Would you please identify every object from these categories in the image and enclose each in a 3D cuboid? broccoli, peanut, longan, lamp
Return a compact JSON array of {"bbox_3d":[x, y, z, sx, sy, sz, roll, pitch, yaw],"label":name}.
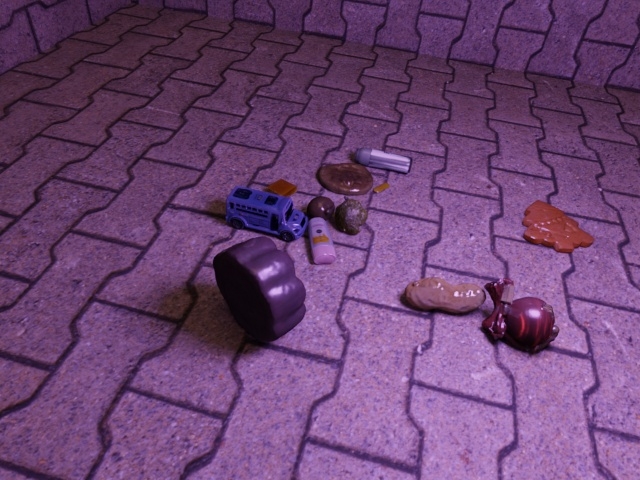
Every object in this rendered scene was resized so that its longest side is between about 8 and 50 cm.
[{"bbox_3d":[0.114,-0.091,1.834,0.131,0.130,0.120,23,4,29],"label":"broccoli"},{"bbox_3d":[0.404,0.179,1.574,0.263,0.117,0.101,10,62,-1],"label":"peanut"},{"bbox_3d":[0.006,-0.119,1.846,0.106,0.106,0.119,-25,22,-30],"label":"longan"},{"bbox_3d":[0.621,0.229,1.490,0.223,0.215,0.151,9,-3,-11],"label":"lamp"}]

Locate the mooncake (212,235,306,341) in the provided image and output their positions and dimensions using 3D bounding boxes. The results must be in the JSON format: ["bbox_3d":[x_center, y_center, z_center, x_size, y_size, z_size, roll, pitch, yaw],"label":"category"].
[{"bbox_3d":[-0.173,0.136,1.405,0.306,0.306,0.154,35,48,28],"label":"mooncake"}]

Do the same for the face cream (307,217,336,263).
[{"bbox_3d":[0.000,0.000,1.753,0.084,0.057,0.198,-7,43,-7],"label":"face cream"}]

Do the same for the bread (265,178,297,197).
[{"bbox_3d":[-0.157,-0.205,1.973,0.090,0.035,0.094,31,48,24],"label":"bread"}]

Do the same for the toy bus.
[{"bbox_3d":[-0.194,-0.104,1.785,0.292,0.133,0.125,14,42,8],"label":"toy bus"}]

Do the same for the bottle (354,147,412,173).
[{"bbox_3d":[0.280,-0.357,2.168,0.254,0.079,0.096,12,5,6],"label":"bottle"}]

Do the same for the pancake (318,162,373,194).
[{"bbox_3d":[0.113,-0.276,2.074,0.242,0.050,0.242,4,43,-4],"label":"pancake"}]

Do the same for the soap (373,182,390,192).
[{"bbox_3d":[0.260,-0.224,2.064,0.089,0.012,0.034,-30,54,-33],"label":"soap"}]

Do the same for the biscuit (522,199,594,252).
[{"bbox_3d":[0.927,-0.067,1.955,0.284,0.043,0.306,2,43,-5],"label":"biscuit"}]
